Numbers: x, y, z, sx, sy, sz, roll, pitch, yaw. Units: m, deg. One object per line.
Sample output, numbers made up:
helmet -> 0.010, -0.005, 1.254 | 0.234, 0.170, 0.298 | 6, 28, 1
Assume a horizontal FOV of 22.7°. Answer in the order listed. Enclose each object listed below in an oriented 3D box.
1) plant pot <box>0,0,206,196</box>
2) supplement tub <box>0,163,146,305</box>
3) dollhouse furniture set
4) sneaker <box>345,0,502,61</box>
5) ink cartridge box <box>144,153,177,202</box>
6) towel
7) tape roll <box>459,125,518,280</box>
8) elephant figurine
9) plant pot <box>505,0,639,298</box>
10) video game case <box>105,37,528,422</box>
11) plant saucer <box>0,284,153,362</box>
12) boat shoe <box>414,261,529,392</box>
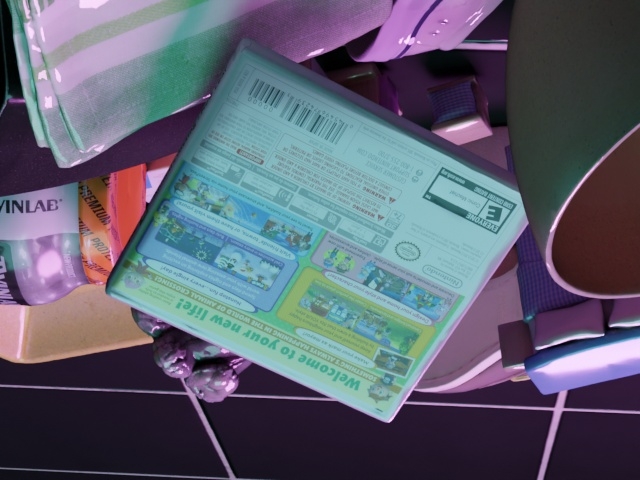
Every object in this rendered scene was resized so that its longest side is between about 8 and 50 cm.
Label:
plant pot -> -0.154, -0.142, 1.078 | 0.167, 0.188, 0.188 | 0, 161, -23
supplement tub -> -0.311, -0.045, 1.311 | 0.316, 0.194, 0.193 | 2, 158, 5
dollhouse furniture set -> 0.126, -0.059, 1.131 | 0.303, 0.286, 0.198 | -14, 147, 19
sneaker -> 0.090, -0.197, 1.029 | 0.091, 0.094, 0.258 | -11, 167, -21
ink cartridge box -> -0.115, -0.060, 1.428 | 0.088, 0.052, 0.122 | -10, 154, 33
towel -> -0.067, -0.195, 0.868 | 0.247, 0.038, 0.325 | -25, 144, -15
tape roll -> 0.216, 0.003, 1.507 | 0.392, 0.072, 0.392 | 3, 159, 1
elephant figurine -> -0.042, 0.038, 1.493 | 0.239, 0.186, 0.169 | -31, 122, 18
plant pot -> 0.223, -0.123, 0.938 | 0.284, 0.191, 0.284 | -19, 153, -10
video game case -> 0.000, 0.000, 1.007 | 0.212, 0.023, 0.193 | 26, 115, -14
plant saucer -> -0.304, 0.027, 1.643 | 0.332, 0.081, 0.332 | -12, 154, 34
boat shoe -> 0.181, 0.081, 1.466 | 0.091, 0.109, 0.305 | 20, 150, -25
